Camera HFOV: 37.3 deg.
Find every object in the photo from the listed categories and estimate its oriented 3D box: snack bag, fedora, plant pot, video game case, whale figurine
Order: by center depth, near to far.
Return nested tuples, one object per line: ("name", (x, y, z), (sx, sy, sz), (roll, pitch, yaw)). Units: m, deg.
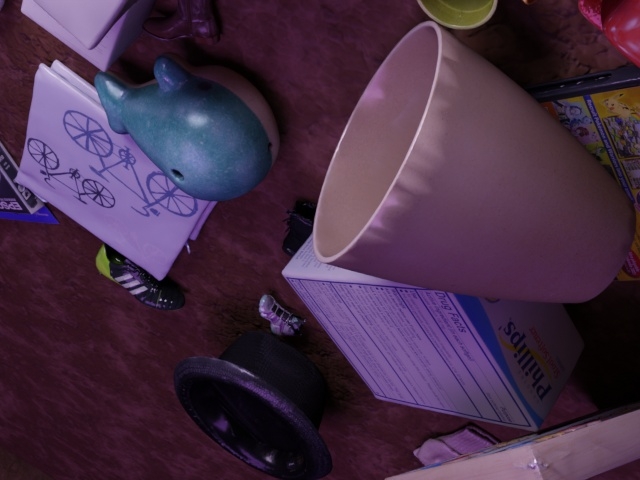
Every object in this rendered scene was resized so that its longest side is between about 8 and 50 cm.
("plant pot", (0.141, -0.256, 0.895), (0.083, 0.079, 0.083), (21, 144, 17))
("plant pot", (0.171, -0.046, 0.961), (0.274, 0.257, 0.256), (23, 147, -14))
("video game case", (0.309, -0.061, 1.046), (0.248, 0.035, 0.275), (-5, 130, 41))
("whale figurine", (-0.190, -0.141, 1.238), (0.272, 0.141, 0.216), (17, 143, 21))
("snack bag", (-0.326, -0.091, 1.497), (0.323, 0.037, 0.342), (35, 145, -3))
("fedora", (-0.094, 0.272, 1.657), (0.334, 0.153, 0.334), (21, 143, 16))

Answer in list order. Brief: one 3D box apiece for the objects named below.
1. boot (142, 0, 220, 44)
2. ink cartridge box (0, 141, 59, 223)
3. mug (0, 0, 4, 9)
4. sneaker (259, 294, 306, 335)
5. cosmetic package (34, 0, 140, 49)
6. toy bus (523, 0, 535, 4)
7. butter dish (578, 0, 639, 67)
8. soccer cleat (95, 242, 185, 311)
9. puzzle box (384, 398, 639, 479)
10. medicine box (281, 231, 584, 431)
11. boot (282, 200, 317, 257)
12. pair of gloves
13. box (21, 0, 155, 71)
("boot", (-0.173, -0.291, 1.132), (0.106, 0.037, 0.114), (8, 144, 10))
("ink cartridge box", (-0.597, -0.097, 1.691), (0.206, 0.045, 0.208), (5, 138, 33))
("mug", (-0.582, -0.368, 1.192), (0.328, 0.276, 0.374), (-17, 153, 39))
("sneaker", (-0.056, 0.124, 1.555), (0.069, 0.038, 0.098), (8, 148, 29))
("cosmetic package", (-0.148, -0.371, 0.864), (0.156, 0.217, 0.385), (41, 142, -14))
("toy bus", (0.159, -0.333, 0.748), (0.211, 0.149, 0.220), (37, 150, 16))
("butter dish", (0.313, -0.189, 0.802), (0.159, 0.118, 0.160), (35, 138, -3))
("soccer cleat", (-0.315, 0.063, 1.661), (0.178, 0.060, 0.072), (29, 133, 5))
("puzzle box", (0.313, 0.247, 1.153), (0.272, 0.408, 0.052), (-32, 70, 53))
("medicine box", (0.144, 0.088, 1.224), (0.289, 0.149, 0.263), (1, 135, 47))
("boot", (0.001, 0.000, 1.352), (0.121, 0.045, 0.099), (28, 142, 7))
("pair of gloves", (0.283, 0.416, 1.642), (0.240, 0.042, 0.204), (40, 145, -10))
("box", (-0.268, -0.311, 1.134), (0.130, 0.091, 0.170), (37, 145, -6))
